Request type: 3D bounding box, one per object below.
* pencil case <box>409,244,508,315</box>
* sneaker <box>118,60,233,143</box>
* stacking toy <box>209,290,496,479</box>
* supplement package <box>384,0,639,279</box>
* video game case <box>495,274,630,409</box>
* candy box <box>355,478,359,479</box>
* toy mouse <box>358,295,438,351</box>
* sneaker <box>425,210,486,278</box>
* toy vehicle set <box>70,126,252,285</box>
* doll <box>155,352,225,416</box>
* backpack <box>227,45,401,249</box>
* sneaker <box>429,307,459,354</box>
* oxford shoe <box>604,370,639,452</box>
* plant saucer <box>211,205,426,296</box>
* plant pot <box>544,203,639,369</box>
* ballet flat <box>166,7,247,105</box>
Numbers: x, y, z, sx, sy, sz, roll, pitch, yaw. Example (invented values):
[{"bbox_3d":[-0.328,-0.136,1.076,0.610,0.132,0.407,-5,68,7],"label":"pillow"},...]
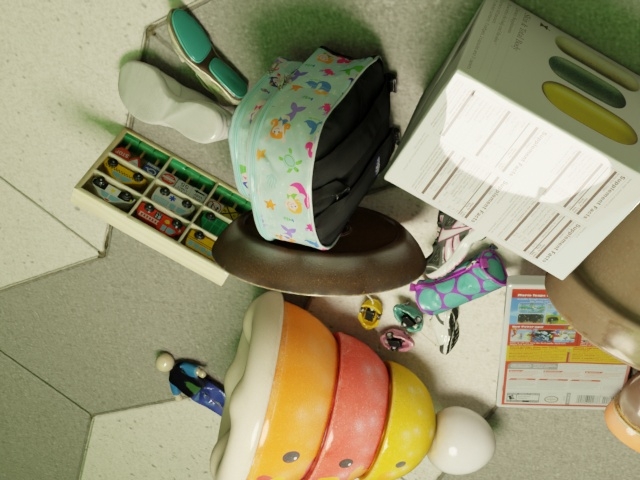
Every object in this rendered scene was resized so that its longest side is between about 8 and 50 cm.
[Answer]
[{"bbox_3d":[0.215,0.065,1.532,0.070,0.064,0.152,32,138,-29],"label":"pencil case"},{"bbox_3d":[-0.208,-0.201,1.477,0.212,0.094,0.080,33,111,23],"label":"sneaker"},{"bbox_3d":[0.075,0.298,1.683,0.480,0.350,0.350,13,136,-7],"label":"stacking toy"},{"bbox_3d":[0.257,-0.131,1.232,0.263,0.199,0.198,29,135,-3],"label":"supplement package"},{"bbox_3d":[0.384,0.165,1.543,0.204,0.025,0.285,1,132,6],"label":"video game case"},{"bbox_3d":[0.044,0.469,1.983,0.165,0.070,0.196,-1,130,26],"label":"candy box"},{"bbox_3d":[0.134,0.143,1.662,0.143,0.031,0.161,17,138,14],"label":"toy mouse"},{"bbox_3d":[0.201,-0.019,1.471,0.077,0.072,0.178,42,127,1],"label":"sneaker"},{"bbox_3d":[-0.232,-0.057,1.552,0.267,0.166,0.035,29,136,-4],"label":"toy vehicle set"},{"bbox_3d":[-0.251,0.290,1.970,0.189,0.046,0.129,38,134,-13],"label":"doll"},{"bbox_3d":[-0.014,-0.119,1.330,0.191,0.253,0.225,9,134,17],"label":"backpack"},{"bbox_3d":[0.203,0.143,1.636,0.044,0.040,0.109,21,134,29],"label":"sneaker"},{"bbox_3d":[0.633,0.305,1.525,0.364,0.130,0.132,21,124,-2],"label":"oxford shoe"},{"bbox_3d":[0.000,0.000,1.422,0.311,0.310,0.050,10,110,16],"label":"plant saucer"},{"bbox_3d":[0.451,0.015,1.270,0.263,0.263,0.229,22,119,4],"label":"plant pot"},{"bbox_3d":[-0.173,-0.256,1.421,0.052,0.057,0.168,-14,123,46],"label":"ballet flat"}]
